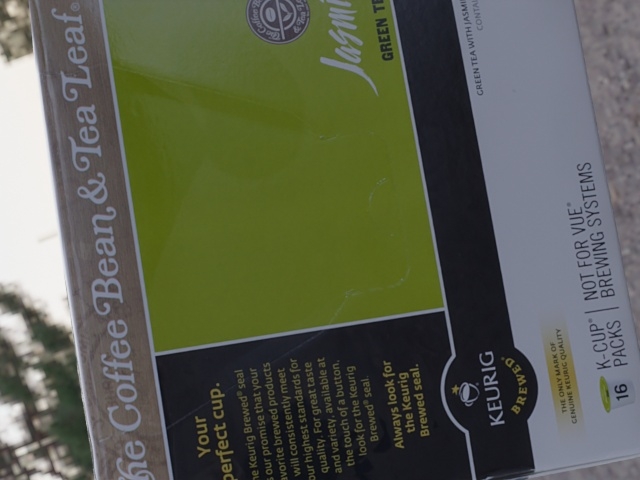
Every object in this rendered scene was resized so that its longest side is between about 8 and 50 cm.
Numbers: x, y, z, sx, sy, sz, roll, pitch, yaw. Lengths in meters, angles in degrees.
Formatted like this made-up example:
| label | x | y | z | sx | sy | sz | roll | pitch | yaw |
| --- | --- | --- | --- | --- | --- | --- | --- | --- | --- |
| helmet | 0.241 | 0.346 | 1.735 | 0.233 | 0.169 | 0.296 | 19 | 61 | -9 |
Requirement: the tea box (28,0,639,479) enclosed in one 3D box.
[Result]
| label | x | y | z | sx | sy | sz | roll | pitch | yaw |
| --- | --- | --- | --- | --- | --- | --- | --- | --- | --- |
| tea box | 0.000 | 0.000 | 0.859 | 0.220 | 0.324 | 0.329 | 135 | 127 | -79 |
